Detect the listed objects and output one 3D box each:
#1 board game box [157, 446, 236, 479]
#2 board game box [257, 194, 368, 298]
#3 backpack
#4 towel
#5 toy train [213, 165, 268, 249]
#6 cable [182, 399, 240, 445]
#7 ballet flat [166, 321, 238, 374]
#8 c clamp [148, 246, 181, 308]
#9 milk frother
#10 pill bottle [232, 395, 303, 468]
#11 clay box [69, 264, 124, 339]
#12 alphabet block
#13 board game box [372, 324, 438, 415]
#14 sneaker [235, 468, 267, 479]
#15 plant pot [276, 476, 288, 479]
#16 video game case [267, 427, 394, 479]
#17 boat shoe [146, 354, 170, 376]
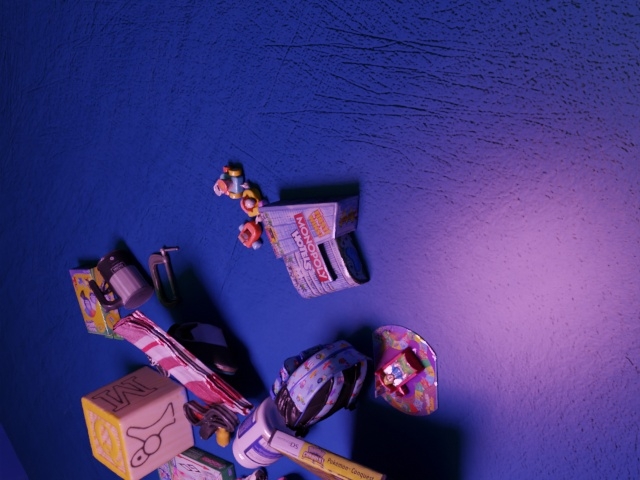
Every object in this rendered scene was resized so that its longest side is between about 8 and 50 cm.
[{"bbox_3d":[-0.326,0.652,1.719,0.317,0.046,0.214,3,108,43],"label":"board game box"},{"bbox_3d":[0.000,0.000,1.128,0.194,0.060,0.194,-20,92,47],"label":"board game box"},{"bbox_3d":[0.005,0.243,1.148,0.117,0.158,0.173,51,140,27],"label":"backpack"},{"bbox_3d":[-0.311,0.279,1.427,0.329,0.037,0.237,42,154,-11],"label":"towel"},{"bbox_3d":[-0.165,-0.065,1.270,0.166,0.046,0.125,54,134,13],"label":"toy train"},{"bbox_3d":[-0.241,0.393,1.474,0.139,0.072,0.287,49,146,10],"label":"cable"},{"bbox_3d":[-0.278,0.234,1.467,0.280,0.095,0.096,2,75,46],"label":"ballet flat"},{"bbox_3d":[-0.370,0.092,1.550,0.137,0.022,0.161,3,108,43],"label":"c clamp"},{"bbox_3d":[-0.501,0.119,1.650,0.135,0.129,0.143,49,176,19],"label":"milk frother"},{"bbox_3d":[-0.113,0.409,1.366,0.112,0.112,0.187,54,135,14],"label":"pill bottle"},{"bbox_3d":[-0.623,0.179,1.809,0.127,0.053,0.222,-4,103,45],"label":"clay box"},{"bbox_3d":[-0.469,0.468,1.673,0.193,0.197,0.192,11,113,41],"label":"alphabet block"},{"bbox_3d":[0.135,0.230,1.110,0.133,0.033,0.169,12,115,41],"label":"board game box"},{"bbox_3d":[-0.179,0.589,1.542,0.075,0.057,0.161,34,130,25],"label":"sneaker"},{"bbox_3d":[-0.095,0.646,1.391,0.180,0.201,0.201,49,134,6],"label":"plant pot"},{"bbox_3d":[0.073,0.427,1.134,0.248,0.035,0.275,7,151,42],"label":"video game case"},{"bbox_3d":[-0.433,0.303,1.685,0.046,0.038,0.125,-29,86,46],"label":"boat shoe"}]
